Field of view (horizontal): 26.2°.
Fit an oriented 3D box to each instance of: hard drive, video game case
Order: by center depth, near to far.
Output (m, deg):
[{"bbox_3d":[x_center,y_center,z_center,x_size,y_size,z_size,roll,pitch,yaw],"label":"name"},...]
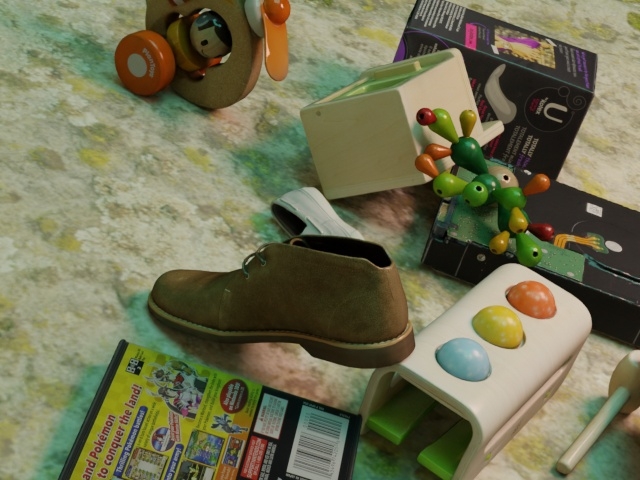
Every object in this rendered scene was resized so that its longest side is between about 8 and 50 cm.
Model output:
[{"bbox_3d":[-0.098,0.215,1.226,0.248,0.035,0.275,18,33,-2],"label":"video game case"},{"bbox_3d":[0.307,0.012,1.716,0.339,0.064,0.237,21,32,2],"label":"hard drive"}]

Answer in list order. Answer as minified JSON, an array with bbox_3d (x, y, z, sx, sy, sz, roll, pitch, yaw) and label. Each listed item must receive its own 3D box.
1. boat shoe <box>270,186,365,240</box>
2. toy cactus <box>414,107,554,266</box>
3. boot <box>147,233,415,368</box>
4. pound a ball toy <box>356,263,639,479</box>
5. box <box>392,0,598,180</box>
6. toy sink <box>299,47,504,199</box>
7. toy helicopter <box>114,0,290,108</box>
[{"bbox_3d":[0.000,0.000,1.579,0.063,0.066,0.184,-16,47,-23],"label":"boat shoe"},{"bbox_3d":[0.204,-0.072,1.622,0.219,0.112,0.180,46,17,11],"label":"toy cactus"},{"bbox_3d":[-0.047,0.042,1.365,0.305,0.115,0.112,5,26,32],"label":"boot"},{"bbox_3d":[0.211,0.137,1.411,0.208,0.136,0.319,32,35,20],"label":"pound a ball toy"},{"bbox_3d":[0.230,-0.210,1.913,0.270,0.165,0.143,21,32,2],"label":"box"},{"bbox_3d":[0.108,-0.157,1.742,0.153,0.131,0.234,-8,15,37],"label":"toy sink"},{"bbox_3d":[-0.131,-0.338,1.741,0.235,0.355,0.140,16,27,29],"label":"toy helicopter"}]
